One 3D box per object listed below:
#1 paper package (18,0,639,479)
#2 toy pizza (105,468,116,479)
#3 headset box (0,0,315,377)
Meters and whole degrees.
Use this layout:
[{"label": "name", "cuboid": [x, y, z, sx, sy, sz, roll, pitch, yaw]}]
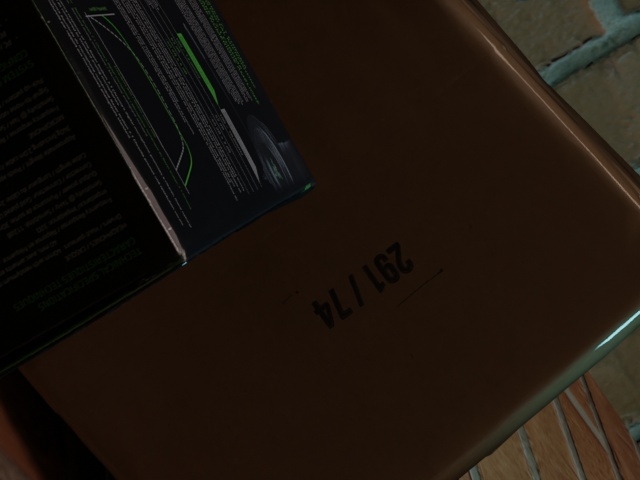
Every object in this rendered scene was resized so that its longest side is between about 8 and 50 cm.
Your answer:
[{"label": "paper package", "cuboid": [0.000, 0.000, 1.080, 0.309, 0.325, 0.168, 48, 12, 6]}, {"label": "toy pizza", "cuboid": [-0.077, 0.204, 1.129, 0.201, 0.032, 0.201, 55, 14, -21]}, {"label": "headset box", "cuboid": [-0.155, -0.008, 0.785, 0.131, 0.246, 0.283, 60, 11, -2]}]
